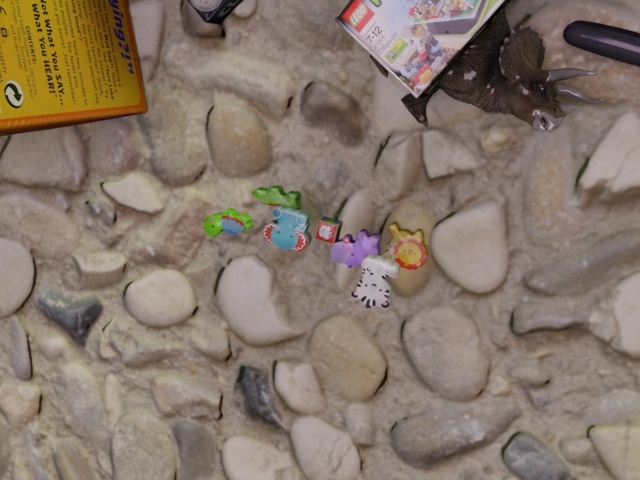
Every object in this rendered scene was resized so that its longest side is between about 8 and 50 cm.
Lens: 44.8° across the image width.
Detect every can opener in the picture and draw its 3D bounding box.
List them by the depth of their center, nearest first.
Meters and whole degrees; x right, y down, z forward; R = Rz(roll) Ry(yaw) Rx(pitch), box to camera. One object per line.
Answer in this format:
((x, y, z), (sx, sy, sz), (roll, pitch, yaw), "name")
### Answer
((0.328, -0.178, 0.757), (0.186, 0.059, 0.073), (23, 109, 11), "can opener")

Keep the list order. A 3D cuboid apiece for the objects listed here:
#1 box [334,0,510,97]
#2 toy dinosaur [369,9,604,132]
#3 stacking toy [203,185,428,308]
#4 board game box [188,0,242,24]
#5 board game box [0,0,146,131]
((0.121, -0.245, 0.712), (0.114, 0.036, 0.207), (44, 112, 5), "box")
((0.127, -0.220, 0.799), (0.160, 0.121, 0.313), (-35, 85, 10), "toy dinosaur")
((0.000, 0.000, 0.845), (0.221, 0.167, 0.052), (18, 107, 12), "stacking toy")
((-0.087, -0.382, 0.849), (0.243, 0.042, 0.165), (-39, 89, 21), "board game box")
((-0.453, -0.276, 0.821), (0.356, 0.356, 0.357), (-5, 101, 18), "board game box")
